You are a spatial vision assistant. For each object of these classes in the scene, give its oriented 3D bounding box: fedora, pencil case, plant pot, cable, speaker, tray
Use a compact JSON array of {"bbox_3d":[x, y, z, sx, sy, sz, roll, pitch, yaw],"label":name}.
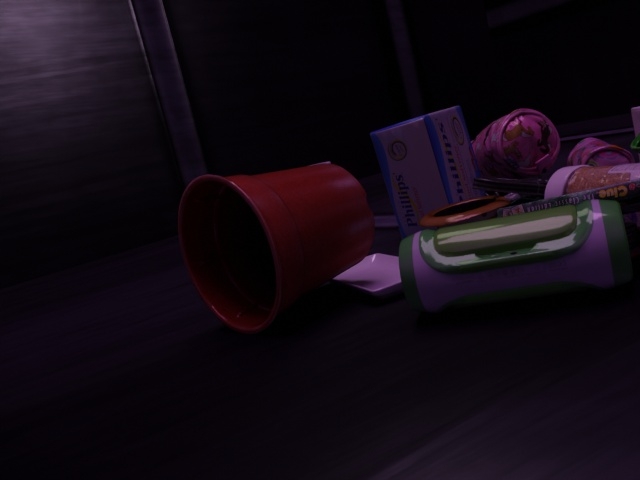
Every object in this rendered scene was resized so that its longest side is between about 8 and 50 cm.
[{"bbox_3d":[0.299,-0.033,1.409,0.194,0.079,0.194,-15,10,3],"label":"fedora"},{"bbox_3d":[0.493,-0.227,1.844,0.159,0.167,0.386,16,-4,-3],"label":"pencil case"},{"bbox_3d":[-0.063,-0.012,1.215,0.265,0.273,0.272,-22,12,-40],"label":"plant pot"},{"bbox_3d":[0.452,-0.087,1.392,0.287,0.072,0.139,-2,17,-16],"label":"cable"},{"bbox_3d":[0.265,0.025,0.961,0.296,0.131,0.131,-10,10,21],"label":"speaker"},{"bbox_3d":[0.103,0.066,1.263,0.145,0.030,0.270,-16,9,-19],"label":"tray"},{"bbox_3d":[0.656,-0.174,1.632,0.124,0.124,0.284,-12,8,14],"label":"pencil case"}]

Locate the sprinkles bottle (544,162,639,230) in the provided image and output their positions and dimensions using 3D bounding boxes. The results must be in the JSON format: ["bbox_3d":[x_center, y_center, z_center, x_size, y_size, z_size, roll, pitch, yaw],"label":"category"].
[{"bbox_3d":[0.540,-0.073,1.144,0.121,0.121,0.355,-18,10,-25],"label":"sprinkles bottle"}]

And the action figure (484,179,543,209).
[{"bbox_3d":[0.515,-0.117,1.670,0.232,0.064,0.137,-13,5,-15],"label":"action figure"}]

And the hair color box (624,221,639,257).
[{"bbox_3d":[0.404,0.006,1.093,0.093,0.054,0.167,-18,8,-21],"label":"hair color box"}]

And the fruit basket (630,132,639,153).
[{"bbox_3d":[0.706,-0.271,1.187,0.283,0.392,0.392,-45,10,1],"label":"fruit basket"}]

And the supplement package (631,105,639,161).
[{"bbox_3d":[0.865,-0.241,1.497,0.292,0.178,0.175,-15,9,-9],"label":"supplement package"}]

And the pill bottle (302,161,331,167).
[{"bbox_3d":[0.004,-0.102,1.873,0.119,0.209,0.119,-14,8,2],"label":"pill bottle"}]

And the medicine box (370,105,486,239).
[{"bbox_3d":[0.272,-0.172,1.689,0.149,0.264,0.289,-15,7,30],"label":"medicine box"}]

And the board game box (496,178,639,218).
[{"bbox_3d":[0.407,-0.053,1.013,0.259,0.031,0.136,-12,-14,37],"label":"board game box"}]
